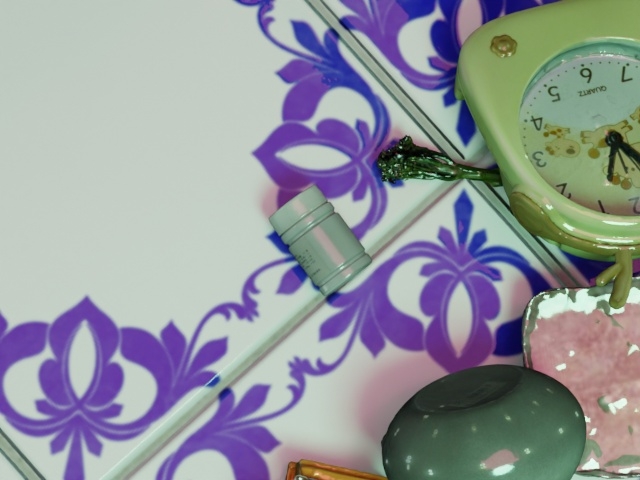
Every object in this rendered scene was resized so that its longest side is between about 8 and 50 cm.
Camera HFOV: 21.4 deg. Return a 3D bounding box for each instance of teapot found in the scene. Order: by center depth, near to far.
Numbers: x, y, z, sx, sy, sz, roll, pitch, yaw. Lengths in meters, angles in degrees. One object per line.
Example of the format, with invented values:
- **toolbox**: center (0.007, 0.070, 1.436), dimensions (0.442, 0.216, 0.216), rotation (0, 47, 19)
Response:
- **teapot**: center (0.164, 0.244, 1.500), dimensions (0.183, 0.183, 0.251), rotation (-19, 104, -9)

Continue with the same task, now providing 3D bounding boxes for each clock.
- **clock**: center (0.270, -0.081, 1.568), dimensions (0.235, 0.096, 0.308), rotation (-13, 66, -9)

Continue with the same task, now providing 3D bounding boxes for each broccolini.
- **broccolini**: center (0.160, -0.059, 1.627), dimensions (0.218, 0.044, 0.042), rotation (12, 65, -10)

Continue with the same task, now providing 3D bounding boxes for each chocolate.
- **chocolate**: center (0.341, 0.117, 1.580), dimensions (0.303, 0.100, 0.185), rotation (-8, 89, 2)

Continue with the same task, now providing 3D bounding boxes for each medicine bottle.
- **medicine bottle**: center (0.000, 0.000, 1.583), dimensions (0.058, 0.058, 0.091), rotation (-36, 87, -10)

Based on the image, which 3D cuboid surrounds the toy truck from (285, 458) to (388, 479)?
- **toy truck**: center (-0.006, 0.333, 1.501), dimensions (0.114, 0.135, 0.270), rotation (13, 76, -2)
